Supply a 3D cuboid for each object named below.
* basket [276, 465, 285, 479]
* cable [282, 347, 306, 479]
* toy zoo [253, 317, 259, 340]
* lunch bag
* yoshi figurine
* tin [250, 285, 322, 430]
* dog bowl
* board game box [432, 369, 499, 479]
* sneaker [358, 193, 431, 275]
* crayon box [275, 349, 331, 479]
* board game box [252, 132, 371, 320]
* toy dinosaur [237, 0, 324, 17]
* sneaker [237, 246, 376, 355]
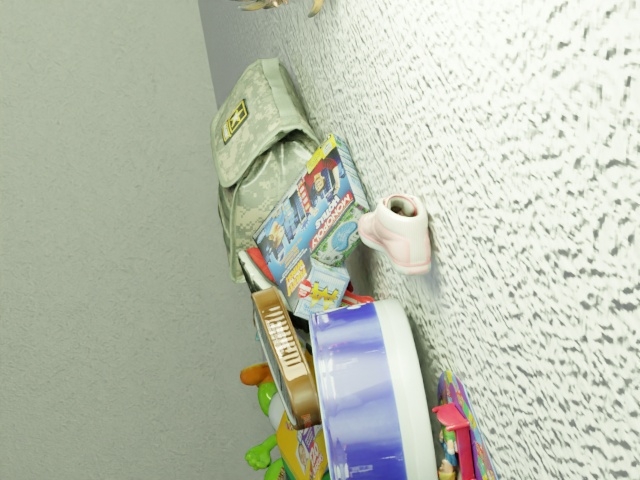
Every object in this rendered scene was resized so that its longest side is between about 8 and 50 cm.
[{"bbox_3d":[0.009,0.578,1.659,0.299,0.213,0.223,-112,44,-72],"label":"basket"},{"bbox_3d":[-0.034,0.314,1.568,0.139,0.072,0.287,79,-151,-83],"label":"cable"},{"bbox_3d":[-0.111,0.068,1.824,0.192,0.030,0.293,139,140,-80],"label":"toy zoo"},{"bbox_3d":[-0.082,-0.114,1.325,0.235,0.168,0.287,-108,18,-52],"label":"lunch bag"},{"bbox_3d":[-0.076,0.448,1.948,0.203,0.203,0.362,128,126,-70],"label":"yoshi figurine"},{"bbox_3d":[-0.045,0.144,1.052,0.106,0.040,0.190,83,166,-54],"label":"tin"},{"bbox_3d":[0.056,0.201,0.943,0.265,0.104,0.265,172,90,-90],"label":"dog bowl"},{"bbox_3d":[0.131,0.213,0.842,0.133,0.033,0.169,94,161,-61],"label":"board game box"},{"bbox_3d":[0.073,-0.021,0.846,0.134,0.051,0.070,-129,30,-64],"label":"sneaker"},{"bbox_3d":[0.018,0.267,1.239,0.165,0.081,0.278,-111,29,-43],"label":"crayon box"},{"bbox_3d":[0.000,0.000,1.067,0.194,0.060,0.194,-51,35,28],"label":"board game box"},{"bbox_3d":[-0.072,-0.376,1.064,0.296,0.127,0.200,-111,5,-71],"label":"toy dinosaur"},{"bbox_3d":[-0.015,0.075,1.183,0.279,0.118,0.107,33,149,47],"label":"sneaker"}]
